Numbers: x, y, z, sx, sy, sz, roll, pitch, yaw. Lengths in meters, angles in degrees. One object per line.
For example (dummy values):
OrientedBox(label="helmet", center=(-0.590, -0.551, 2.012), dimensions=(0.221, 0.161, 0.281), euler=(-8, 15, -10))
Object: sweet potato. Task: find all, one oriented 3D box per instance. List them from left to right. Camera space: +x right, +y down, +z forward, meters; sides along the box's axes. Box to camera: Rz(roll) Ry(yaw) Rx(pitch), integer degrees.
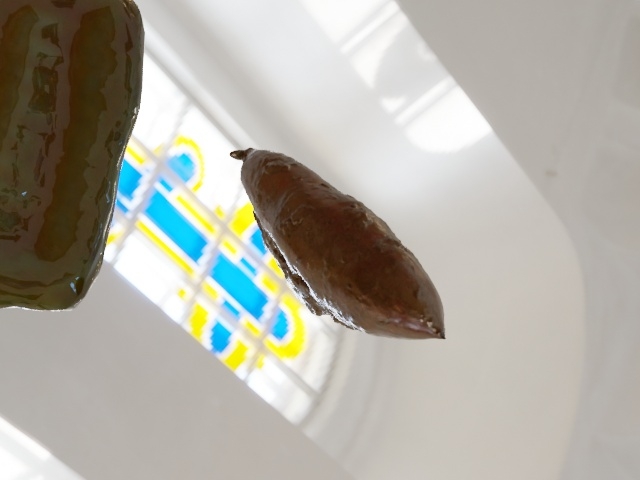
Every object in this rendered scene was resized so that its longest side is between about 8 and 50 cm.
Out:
OrientedBox(label="sweet potato", center=(0.000, 0.000, 0.778), dimensions=(0.206, 0.060, 0.068), euler=(50, -57, 43))

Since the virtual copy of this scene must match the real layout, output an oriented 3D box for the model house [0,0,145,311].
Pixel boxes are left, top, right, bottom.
OrientedBox(label="model house", center=(-0.190, -0.009, 0.520), dimensions=(0.239, 0.173, 0.268), euler=(7, -112, 6))
